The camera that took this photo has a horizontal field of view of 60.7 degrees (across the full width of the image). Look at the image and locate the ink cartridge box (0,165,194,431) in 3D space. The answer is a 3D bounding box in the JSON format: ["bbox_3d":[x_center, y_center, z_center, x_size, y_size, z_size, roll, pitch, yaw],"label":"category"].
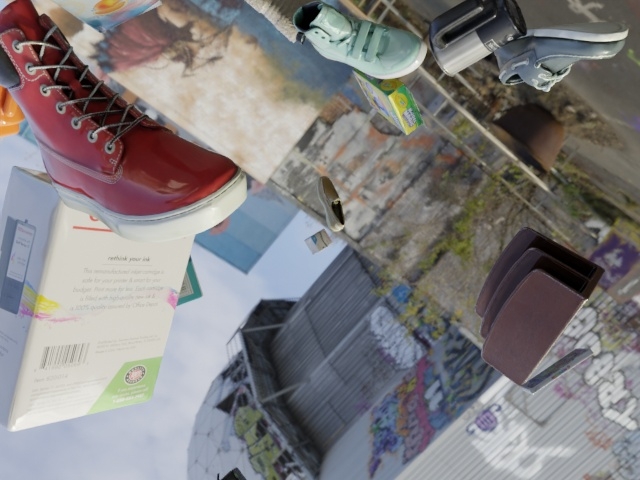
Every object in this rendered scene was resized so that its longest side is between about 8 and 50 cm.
[{"bbox_3d":[-0.285,0.033,0.690,0.119,0.354,0.207,20,-173,32],"label":"ink cartridge box"}]

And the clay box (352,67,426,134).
[{"bbox_3d":[0.168,-0.347,1.333,0.127,0.053,0.222,52,-177,-42],"label":"clay box"}]

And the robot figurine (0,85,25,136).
[{"bbox_3d":[-0.771,-0.358,1.296,0.128,0.220,0.158,-1,-148,-21],"label":"robot figurine"}]

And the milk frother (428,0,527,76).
[{"bbox_3d":[0.242,-0.373,0.895,0.129,0.134,0.143,28,-128,-39],"label":"milk frother"}]

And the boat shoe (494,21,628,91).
[{"bbox_3d":[0.372,-0.292,0.876,0.116,0.099,0.319,-6,-161,-6],"label":"boat shoe"}]

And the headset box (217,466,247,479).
[{"bbox_3d":[-0.227,0.812,1.610,0.283,0.131,0.246,46,163,13],"label":"headset box"}]

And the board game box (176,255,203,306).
[{"bbox_3d":[-0.366,0.011,1.152,0.336,0.079,0.254,-10,97,61],"label":"board game box"}]

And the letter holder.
[{"bbox_3d":[0.471,0.149,1.284,0.214,0.302,0.152,35,-139,23],"label":"letter holder"}]

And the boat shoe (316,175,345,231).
[{"bbox_3d":[0.043,-0.126,1.766,0.068,0.072,0.190,-15,-100,-29],"label":"boat shoe"}]

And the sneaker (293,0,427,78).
[{"bbox_3d":[0.064,-0.380,1.029,0.255,0.094,0.151,21,-174,31],"label":"sneaker"}]

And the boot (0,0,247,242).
[{"bbox_3d":[-0.173,-0.099,0.430,0.244,0.088,0.176,14,134,36],"label":"boot"}]

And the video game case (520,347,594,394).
[{"bbox_3d":[0.404,0.224,0.941,0.011,0.122,0.087,55,-177,14],"label":"video game case"}]

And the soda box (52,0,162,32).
[{"bbox_3d":[-0.154,-0.187,0.341,0.183,0.058,0.063,-114,-1,-79],"label":"soda box"}]

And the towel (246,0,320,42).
[{"bbox_3d":[-0.097,-0.614,1.357,0.187,0.049,0.282,36,-138,-17],"label":"towel"}]

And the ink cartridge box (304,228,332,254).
[{"bbox_3d":[0.000,0.000,1.461,0.083,0.028,0.048,-34,-86,-49],"label":"ink cartridge box"}]
